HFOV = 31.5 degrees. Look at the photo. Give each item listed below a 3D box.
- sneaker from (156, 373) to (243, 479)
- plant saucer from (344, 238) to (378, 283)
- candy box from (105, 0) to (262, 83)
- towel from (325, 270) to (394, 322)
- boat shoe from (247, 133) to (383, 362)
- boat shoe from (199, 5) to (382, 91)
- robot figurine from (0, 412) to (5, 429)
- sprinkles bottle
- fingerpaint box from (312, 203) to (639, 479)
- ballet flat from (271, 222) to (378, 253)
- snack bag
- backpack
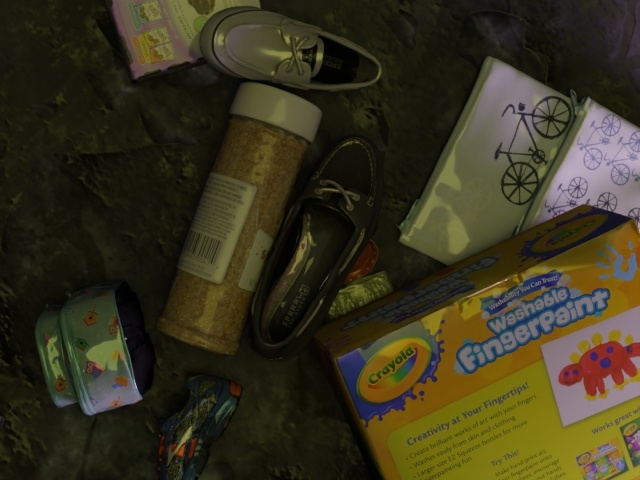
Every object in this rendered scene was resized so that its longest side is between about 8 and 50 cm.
[{"bbox_3d":[-0.190,0.279,1.546,0.087,0.083,0.221,28,80,2],"label":"sneaker"},{"bbox_3d":[0.041,0.025,1.591,0.083,0.013,0.083,-15,132,-17],"label":"plant saucer"},{"bbox_3d":[-0.184,-0.318,1.528,0.196,0.070,0.164,-17,95,-10],"label":"candy box"},{"bbox_3d":[0.071,0.127,1.614,0.110,0.027,0.148,-24,96,-9],"label":"towel"},{"bbox_3d":[-0.001,0.006,1.507,0.112,0.095,0.335,23,82,5],"label":"boat shoe"},{"bbox_3d":[-0.032,-0.243,1.495,0.267,0.088,0.096,11,95,-42],"label":"boat shoe"},{"bbox_3d":[-0.556,0.223,1.457,0.291,0.085,0.211,-25,97,-9],"label":"robot figurine"},{"bbox_3d":[-0.110,-0.030,1.525,0.121,0.121,0.355,20,88,-12],"label":"sprinkles bottle"},{"bbox_3d":[0.263,0.209,1.566,0.445,0.163,0.371,-25,104,-8],"label":"fingerpaint box"},{"bbox_3d":[0.000,0.000,1.594,0.173,0.049,0.057,-24,137,-9],"label":"ballet flat"},{"bbox_3d":[0.322,-0.070,1.657,0.343,0.037,0.323,27,86,-11],"label":"snack bag"},{"bbox_3d":[-0.287,0.140,1.457,0.144,0.188,0.165,-12,94,-11],"label":"backpack"}]
